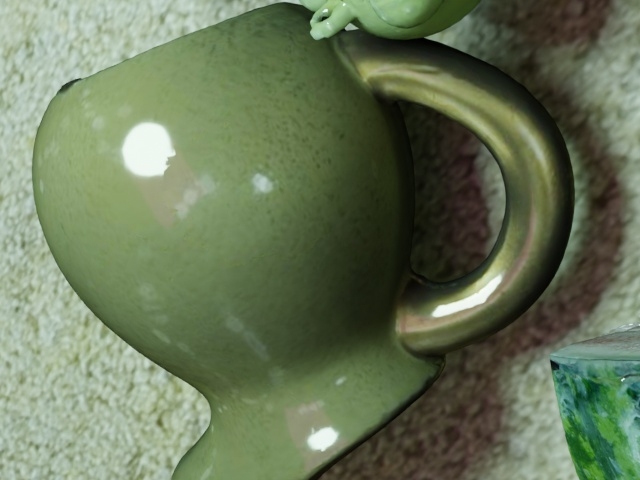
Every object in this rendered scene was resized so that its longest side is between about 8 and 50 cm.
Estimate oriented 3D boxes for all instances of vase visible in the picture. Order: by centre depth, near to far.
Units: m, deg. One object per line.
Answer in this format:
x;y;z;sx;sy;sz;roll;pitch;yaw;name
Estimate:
0.000;0.000;0.744;0.329;0.241;0.302;-20;98;19;vase

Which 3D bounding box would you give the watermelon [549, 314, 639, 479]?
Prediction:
0.292;0.101;0.634;0.305;0.180;0.224;-8;138;27;watermelon

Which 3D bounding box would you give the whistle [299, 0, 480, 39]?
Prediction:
0.092;-0.217;0.662;0.288;0.106;0.131;-48;30;-8;whistle
